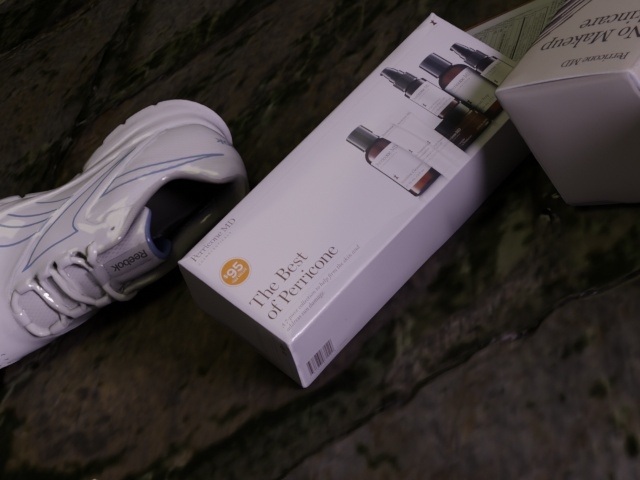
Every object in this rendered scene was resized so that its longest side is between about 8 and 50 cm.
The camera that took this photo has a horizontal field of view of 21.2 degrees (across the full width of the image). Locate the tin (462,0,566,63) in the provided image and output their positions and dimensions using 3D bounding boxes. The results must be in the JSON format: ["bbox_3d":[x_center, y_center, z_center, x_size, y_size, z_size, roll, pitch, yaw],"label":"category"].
[{"bbox_3d":[0.122,-0.119,1.185,0.189,0.040,0.106,-22,24,31],"label":"tin"}]

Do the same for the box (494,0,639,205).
[{"bbox_3d":[0.228,-0.146,1.013,0.113,0.094,0.275,-5,39,50],"label":"box"}]

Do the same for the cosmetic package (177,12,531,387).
[{"bbox_3d":[0.031,-0.030,1.065,0.099,0.060,0.239,34,70,29],"label":"cosmetic package"}]

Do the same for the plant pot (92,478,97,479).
[{"bbox_3d":[-0.115,0.194,0.899,0.083,0.081,0.081,-46,23,11],"label":"plant pot"}]

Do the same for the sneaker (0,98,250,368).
[{"bbox_3d":[-0.181,0.007,1.291,0.297,0.111,0.129,-40,30,-4],"label":"sneaker"}]
